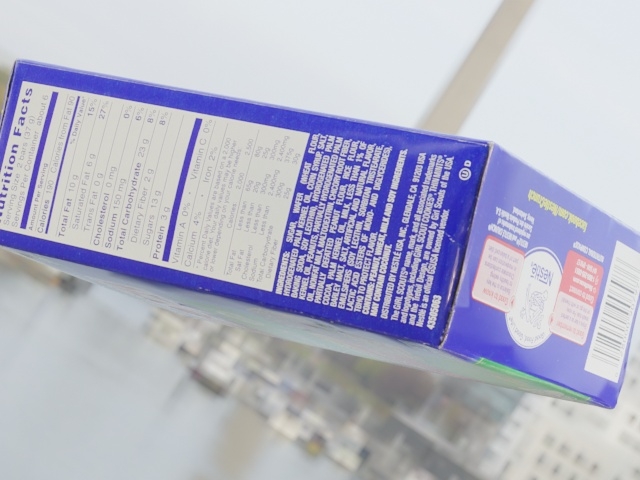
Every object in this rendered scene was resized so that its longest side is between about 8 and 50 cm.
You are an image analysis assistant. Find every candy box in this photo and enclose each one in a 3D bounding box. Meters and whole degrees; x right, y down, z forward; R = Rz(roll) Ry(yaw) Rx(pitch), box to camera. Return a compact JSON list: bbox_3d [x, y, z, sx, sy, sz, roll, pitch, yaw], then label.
[{"bbox_3d":[0.000,0.000,1.186,0.317,0.122,0.268,13,-5,30],"label":"candy box"}]
